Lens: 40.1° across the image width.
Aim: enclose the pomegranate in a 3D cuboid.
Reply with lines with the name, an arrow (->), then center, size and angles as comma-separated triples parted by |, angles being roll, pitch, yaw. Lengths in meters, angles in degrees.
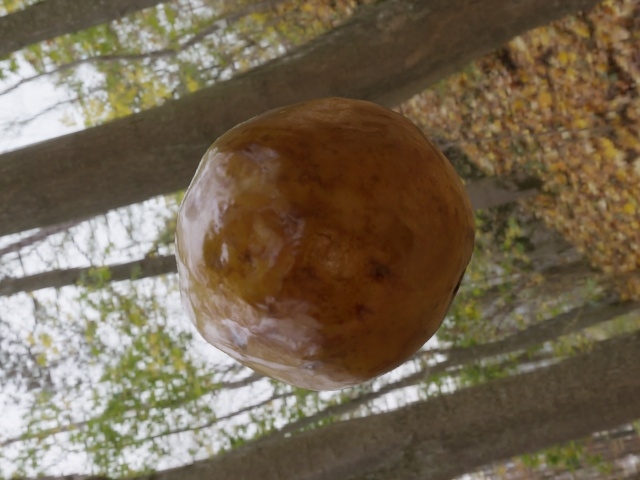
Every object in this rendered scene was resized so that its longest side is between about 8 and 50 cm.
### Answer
pomegranate -> 0.000, 0.000, 0.690 | 0.248, 0.248, 0.248 | -13, -90, -81
